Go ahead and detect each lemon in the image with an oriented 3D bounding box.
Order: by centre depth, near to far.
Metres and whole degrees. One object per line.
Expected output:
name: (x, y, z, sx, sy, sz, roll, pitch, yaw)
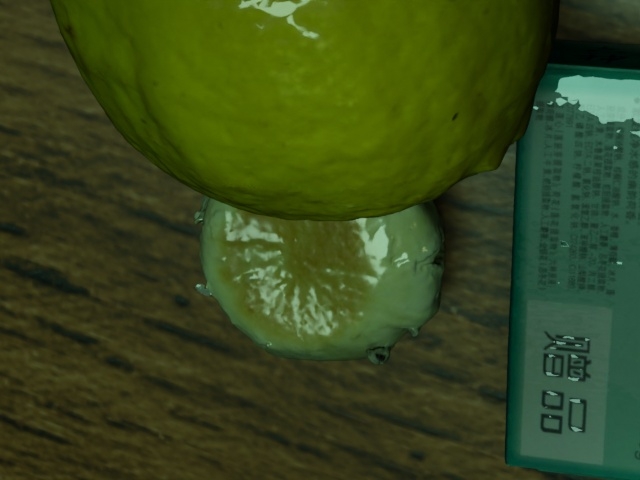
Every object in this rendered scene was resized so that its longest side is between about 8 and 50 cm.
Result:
lemon: (-0.014, -0.162, 0.871, 0.285, 0.285, 0.316, -36, 114, 23)

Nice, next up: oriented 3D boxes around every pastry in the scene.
pastry: (0.000, 0.000, 1.049, 0.165, 0.088, 0.166, 4, 109, 13)

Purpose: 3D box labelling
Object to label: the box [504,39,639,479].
box: (0.191, 0.013, 0.996, 0.153, 0.092, 0.245, 6, 108, 15)
